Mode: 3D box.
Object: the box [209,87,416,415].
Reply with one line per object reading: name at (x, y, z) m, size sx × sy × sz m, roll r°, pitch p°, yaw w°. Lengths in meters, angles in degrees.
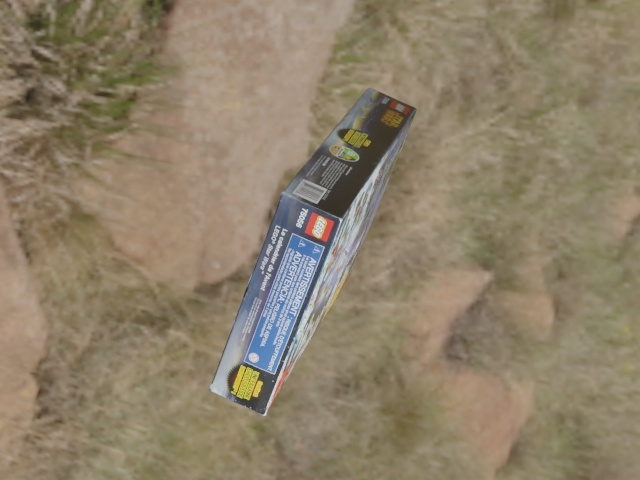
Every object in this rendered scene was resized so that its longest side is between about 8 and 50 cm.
box at (0.000, 0.000, 0.557) m, size 0.137 × 0.027 × 0.094 m, roll -56°, pitch 169°, yaw -62°
